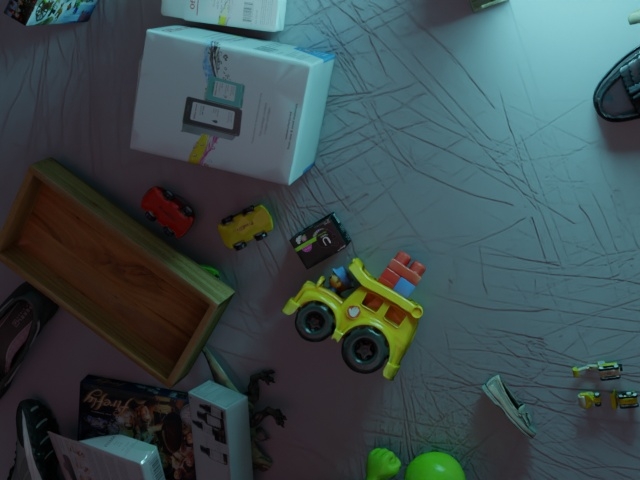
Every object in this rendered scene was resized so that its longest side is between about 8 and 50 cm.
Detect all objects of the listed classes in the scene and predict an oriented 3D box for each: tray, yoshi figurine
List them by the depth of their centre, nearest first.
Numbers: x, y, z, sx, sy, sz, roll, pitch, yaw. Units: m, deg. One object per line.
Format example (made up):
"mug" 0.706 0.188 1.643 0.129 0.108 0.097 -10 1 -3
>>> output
"tray" -0.367 0.055 1.907 0.411 0.076 0.203 35 116 8
"yoshi figurine" 0.120 0.477 1.922 0.362 0.203 0.203 -24 57 30

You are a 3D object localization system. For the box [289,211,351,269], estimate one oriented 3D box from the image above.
"box" 0.000 0.000 1.866 0.083 0.052 0.062 -31 95 15

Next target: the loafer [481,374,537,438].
"loafer" 0.332 0.286 1.872 0.039 0.045 0.125 -44 89 11

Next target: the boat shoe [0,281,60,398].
"boat shoe" -0.602 0.206 2.014 0.112 0.095 0.335 39 107 0

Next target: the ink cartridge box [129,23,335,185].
"ink cartridge box" -0.140 -0.227 1.764 0.270 0.198 0.197 14 106 9

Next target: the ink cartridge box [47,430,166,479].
"ink cartridge box" -0.384 0.431 2.014 0.225 0.056 0.181 14 129 30

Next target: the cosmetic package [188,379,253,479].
"cosmetic package" -0.177 0.378 1.950 0.099 0.060 0.239 17 119 39

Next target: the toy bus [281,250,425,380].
"toy bus" 0.073 0.101 1.837 0.220 0.149 0.211 30 94 6

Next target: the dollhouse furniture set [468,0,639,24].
"dollhouse furniture set" 0.413 -0.494 1.616 0.394 0.256 0.362 -22 99 -6

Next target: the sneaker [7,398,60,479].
"sneaker" -0.550 0.431 2.058 0.108 0.100 0.271 0 103 17

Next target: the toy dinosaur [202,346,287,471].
"toy dinosaur" -0.129 0.296 1.961 0.118 0.064 0.268 -20 95 22

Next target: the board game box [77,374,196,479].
"board game box" -0.329 0.351 2.021 0.243 0.042 0.165 8 105 9

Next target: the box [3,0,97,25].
"box" -0.406 -0.428 1.751 0.044 0.233 0.159 32 108 3

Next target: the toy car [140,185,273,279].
"toy car" -0.202 0.025 1.913 0.239 0.053 0.225 10 105 10

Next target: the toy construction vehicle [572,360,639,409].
"toy construction vehicle" 0.482 0.245 1.840 0.098 0.035 0.086 -10 112 16

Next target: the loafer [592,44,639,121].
"loafer" 0.559 -0.272 1.664 0.302 0.095 0.109 -26 97 16

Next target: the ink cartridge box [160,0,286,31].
"ink cartridge box" -0.157 -0.413 1.791 0.198 0.067 0.115 10 105 8
